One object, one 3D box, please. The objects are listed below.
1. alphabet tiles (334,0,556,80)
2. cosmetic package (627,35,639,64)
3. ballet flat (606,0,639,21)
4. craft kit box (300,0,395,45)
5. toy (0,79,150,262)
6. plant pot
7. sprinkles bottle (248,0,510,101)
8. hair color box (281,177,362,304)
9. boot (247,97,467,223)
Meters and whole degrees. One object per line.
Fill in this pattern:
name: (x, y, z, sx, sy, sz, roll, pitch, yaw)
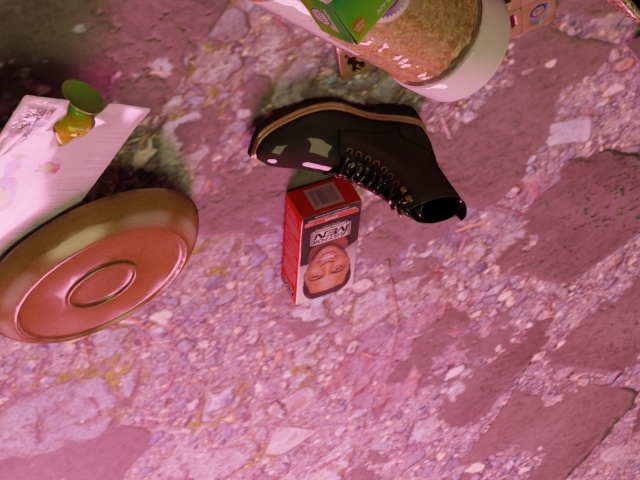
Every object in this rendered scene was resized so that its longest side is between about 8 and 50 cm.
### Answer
alphabet tiles: (0.120, -0.238, 1.879, 0.237, 0.009, 0.198, -23, 144, -9)
cosmetic package: (0.533, -0.222, 2.029, 0.365, 0.197, 0.155, -36, 145, 10)
ballet flat: (0.310, -0.380, 1.689, 0.164, 0.182, 0.483, -18, 143, -15)
craft kit box: (0.037, -0.327, 1.555, 0.250, 0.061, 0.246, -50, 131, -12)
toy: (-0.272, -0.061, 1.772, 0.137, 0.056, 0.237, 2, 142, -43)
plant pot: (-0.219, 0.034, 1.910, 0.236, 0.032, 0.236, -25, 156, -12)
sprinkles bottle: (0.018, -0.231, 1.708, 0.355, 0.121, 0.121, 22, 120, -45)
hair color box: (0.000, 0.000, 2.054, 0.072, 0.043, 0.141, -18, 144, -18)
boot: (0.041, -0.070, 1.917, 0.198, 0.137, 0.077, -8, 139, -27)
